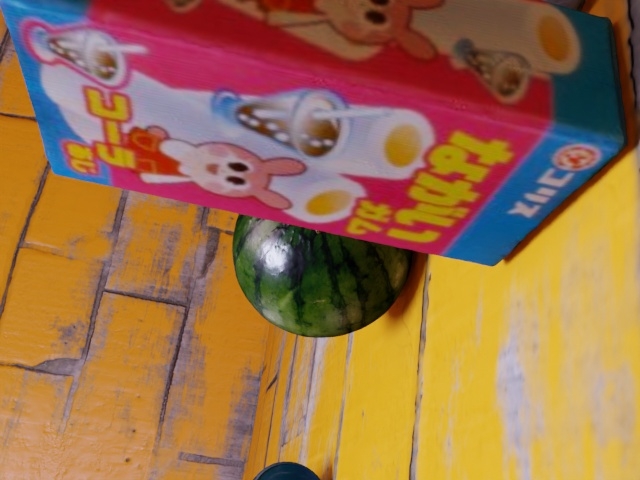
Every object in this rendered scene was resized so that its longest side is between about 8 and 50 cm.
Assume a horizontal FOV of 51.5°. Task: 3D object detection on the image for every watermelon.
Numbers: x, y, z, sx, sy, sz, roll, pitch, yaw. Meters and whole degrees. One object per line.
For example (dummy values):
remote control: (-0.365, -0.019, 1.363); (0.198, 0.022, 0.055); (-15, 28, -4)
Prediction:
watermelon: (0.000, 0.000, 0.678); (0.215, 0.187, 0.188); (76, -164, -53)

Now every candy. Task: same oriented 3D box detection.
candy: (-0.005, -0.082, 0.387); (0.157, 0.305, 0.100); (113, 169, -61)

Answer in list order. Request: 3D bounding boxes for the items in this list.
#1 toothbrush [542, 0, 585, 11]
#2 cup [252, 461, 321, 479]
toothbrush: (0.142, -0.138, 0.412); (0.042, 0.035, 0.413); (-59, -5, -34)
cup: (-0.052, 0.392, 0.881); (0.177, 0.131, 0.155); (61, 147, 30)
